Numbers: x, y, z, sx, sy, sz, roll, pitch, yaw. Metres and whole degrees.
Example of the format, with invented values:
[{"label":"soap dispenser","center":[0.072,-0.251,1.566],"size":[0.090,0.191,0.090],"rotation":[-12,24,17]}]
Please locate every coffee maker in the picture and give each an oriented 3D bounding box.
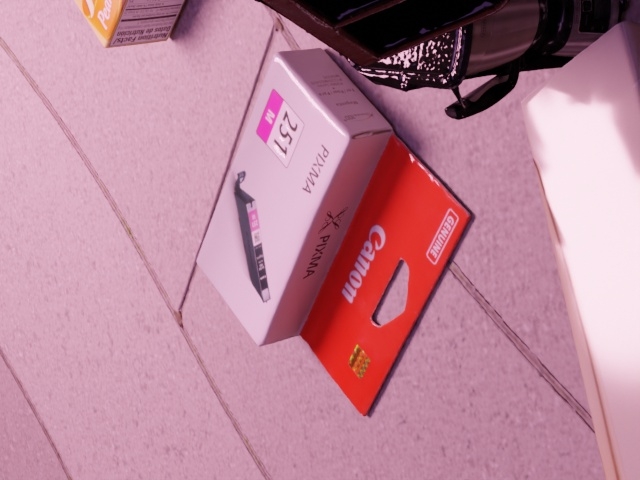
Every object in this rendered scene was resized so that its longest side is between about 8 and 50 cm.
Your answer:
[{"label":"coffee maker","center":[0.107,-0.180,1.089],"size":[0.171,0.178,0.120],"rotation":[39,127,35]}]

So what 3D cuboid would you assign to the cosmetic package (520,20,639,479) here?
[{"label":"cosmetic package","center":[0.246,0.030,0.928],"size":[0.113,0.160,0.309],"rotation":[-40,51,48]}]

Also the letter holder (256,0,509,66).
[{"label":"letter holder","center":[0.056,-0.300,0.929],"size":[0.214,0.152,0.301],"rotation":[-19,72,22]}]

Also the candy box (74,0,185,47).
[{"label":"candy box","center":[-0.177,-0.369,1.466],"size":[0.183,0.088,0.316],"rotation":[56,138,25]}]

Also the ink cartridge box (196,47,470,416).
[{"label":"ink cartridge box","center":[0.000,0.000,1.375],"size":[0.239,0.060,0.275],"rotation":[51,135,31]}]
